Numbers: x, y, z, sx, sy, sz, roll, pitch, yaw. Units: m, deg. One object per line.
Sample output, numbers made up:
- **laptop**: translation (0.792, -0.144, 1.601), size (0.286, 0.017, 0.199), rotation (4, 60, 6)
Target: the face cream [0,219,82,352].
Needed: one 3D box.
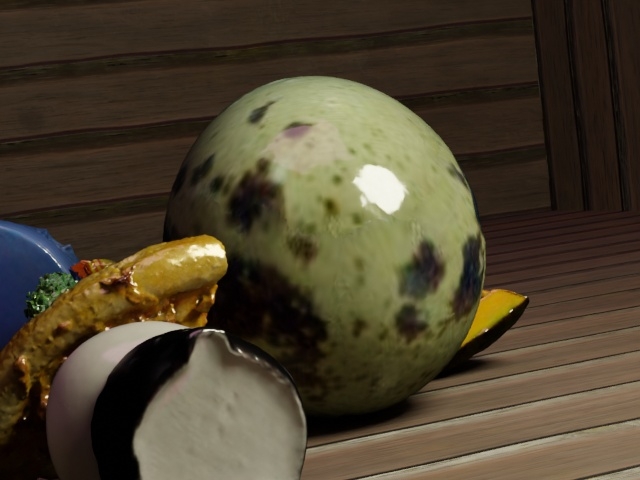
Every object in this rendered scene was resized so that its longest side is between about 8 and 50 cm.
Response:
- **face cream**: translation (-0.391, 0.095, 2.026), size (0.249, 0.249, 0.225), rotation (-7, 5, -2)

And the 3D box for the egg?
- **egg**: translation (0.000, 0.000, 1.858), size (0.345, 0.345, 0.428), rotation (-7, 31, -8)

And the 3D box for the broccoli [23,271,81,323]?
- **broccoli**: translation (-0.290, 0.145, 1.849), size (0.194, 0.194, 0.219), rotation (-4, -34, 28)

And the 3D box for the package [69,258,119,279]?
- **package**: translation (-0.167, 0.095, 2.050), size (0.108, 0.223, 0.288), rotation (-46, -9, 10)

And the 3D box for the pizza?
- **pizza**: translation (-0.194, 0.140, 1.616), size (0.335, 0.226, 0.086), rotation (-43, 38, -3)

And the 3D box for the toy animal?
- **toy animal**: translation (-0.132, 0.152, 1.459), size (0.187, 0.165, 0.235), rotation (-7, 2, -30)

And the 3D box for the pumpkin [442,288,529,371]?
- **pumpkin**: translation (0.082, 0.114, 2.062), size (0.312, 0.169, 0.148), rotation (15, -19, 16)
